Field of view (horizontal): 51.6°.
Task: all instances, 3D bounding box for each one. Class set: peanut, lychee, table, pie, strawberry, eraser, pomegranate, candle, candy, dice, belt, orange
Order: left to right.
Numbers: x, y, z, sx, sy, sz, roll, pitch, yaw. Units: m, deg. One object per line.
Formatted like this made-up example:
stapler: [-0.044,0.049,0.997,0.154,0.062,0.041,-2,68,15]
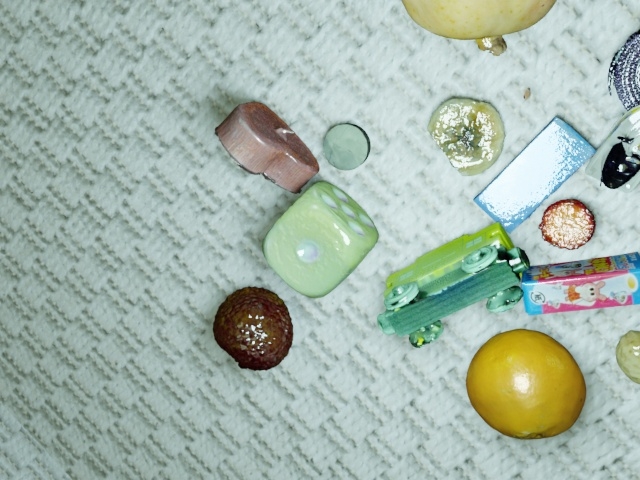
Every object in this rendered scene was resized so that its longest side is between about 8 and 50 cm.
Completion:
lychee: [-0.201,0.273,2.044,0.261,0.260,0.260,5,106,17]
candle: [-0.144,-0.291,1.893,0.317,0.287,0.131,30,116,-38]
dice: [0.000,0.000,1.903,0.254,0.250,0.252,45,114,3]
table: [0.077,-0.271,1.918,0.134,0.043,0.133,5,105,17]
pie: [0.404,-0.291,1.800,0.185,0.052,0.218,-41,91,18]
pomegranate: [0.379,-0.629,1.541,0.412,0.411,0.411,5,106,17]
orange: [0.555,0.390,1.800,0.312,0.312,0.311,5,106,17]
eraser: [0.571,-0.174,1.780,0.144,0.043,0.312,43,113,4]
strawberry: [0.656,-0.042,1.762,0.145,0.086,0.145,4,105,15]
candy: [0.695,0.114,1.753,0.306,0.157,0.100,-8,101,21]
peanut: [0.872,0.313,1.776,0.141,0.109,0.159,-31,81,12]
belt: [0.865,-0.383,1.586,0.325,0.122,0.260,37,117,6]

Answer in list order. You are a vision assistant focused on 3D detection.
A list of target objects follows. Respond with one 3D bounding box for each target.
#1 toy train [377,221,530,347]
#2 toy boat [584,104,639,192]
toy train: [0.358,0.115,1.803,0.442,0.272,0.179,-29,105,24]
toy boat: [0.753,-0.214,1.608,0.141,0.269,0.140,1,66,-2]
